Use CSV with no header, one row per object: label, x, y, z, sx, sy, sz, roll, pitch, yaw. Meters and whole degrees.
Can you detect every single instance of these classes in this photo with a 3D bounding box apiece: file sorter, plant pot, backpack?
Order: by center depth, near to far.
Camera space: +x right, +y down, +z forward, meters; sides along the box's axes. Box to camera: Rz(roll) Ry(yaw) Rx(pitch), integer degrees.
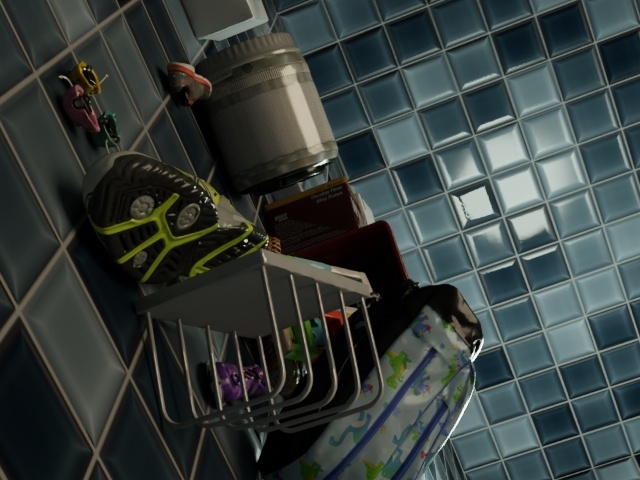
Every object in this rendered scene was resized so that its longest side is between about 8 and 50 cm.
file sorter,-0.065,0.144,1.350,0.278,0.193,0.173,21,52,-59
backpack,0.067,0.260,1.576,0.273,0.355,0.290,58,-35,-6
plant pot,0.073,0.144,2.069,0.236,0.267,0.267,30,40,-72

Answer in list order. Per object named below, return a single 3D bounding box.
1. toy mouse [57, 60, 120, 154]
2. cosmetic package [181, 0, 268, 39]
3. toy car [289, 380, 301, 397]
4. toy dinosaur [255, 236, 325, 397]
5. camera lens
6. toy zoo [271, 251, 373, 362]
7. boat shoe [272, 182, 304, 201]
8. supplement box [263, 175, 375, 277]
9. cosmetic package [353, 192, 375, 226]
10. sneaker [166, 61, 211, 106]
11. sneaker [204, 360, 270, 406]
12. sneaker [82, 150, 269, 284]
toy mouse,-0.291,-0.157,1.337,0.161,0.031,0.143,20,50,-78
cosmetic package,-0.226,-0.562,2.299,0.224,0.138,0.224,-67,136,-79
toy car,0.050,0.309,1.870,0.155,0.188,0.149,-86,155,-70
toy dinosaur,-0.050,0.130,1.845,0.218,0.164,0.321,36,53,-46
camera lens,-0.104,-0.236,2.041,0.219,0.219,0.274,-27,97,-81
toy zoo,0.022,0.127,1.816,0.293,0.030,0.192,15,49,-41
boat shoe,-0.034,-0.033,2.429,0.084,0.095,0.258,29,43,-70
supplement box,0.000,0.000,2.242,0.129,0.191,0.194,61,12,-47
cosmetic package,0.044,0.005,2.527,0.151,0.184,0.151,49,24,-67
sneaker,-0.240,-0.266,1.875,0.158,0.061,0.064,35,63,-73
sneaker,-0.115,0.195,1.503,0.170,0.071,0.068,30,40,-75
sneaker,-0.208,-0.031,1.360,0.147,0.145,0.385,40,0,23
